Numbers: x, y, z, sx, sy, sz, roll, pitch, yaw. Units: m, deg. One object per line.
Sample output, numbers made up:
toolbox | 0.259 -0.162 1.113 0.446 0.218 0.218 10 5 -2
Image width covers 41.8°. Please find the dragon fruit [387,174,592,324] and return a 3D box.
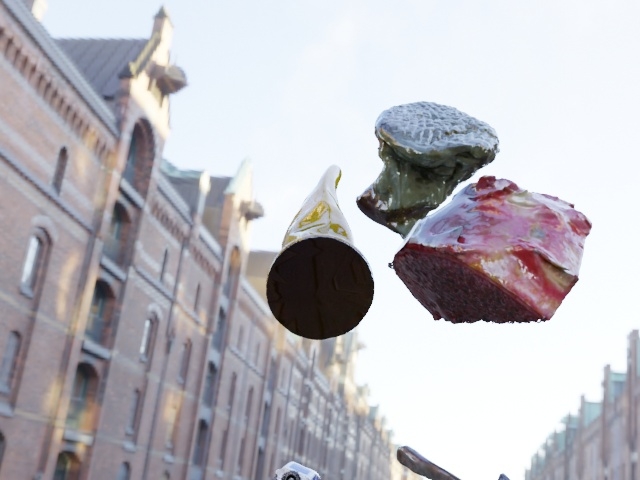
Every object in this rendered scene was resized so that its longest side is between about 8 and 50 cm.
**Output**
dragon fruit | 0.172 -0.007 0.878 0.126 0.161 0.274 47 -15 -8

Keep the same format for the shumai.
shumai | 0.190 -0.130 1.524 0.272 0.204 0.222 -15 38 -31

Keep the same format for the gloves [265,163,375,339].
gloves | 0.001 -0.001 1.015 0.116 0.133 0.294 33 17 -12

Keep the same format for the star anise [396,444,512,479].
star anise | 0.272 0.345 0.887 0.359 0.139 0.316 22 -15 38

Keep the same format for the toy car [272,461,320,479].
toy car | -0.042 0.470 1.608 0.080 0.070 0.171 20 -19 16
